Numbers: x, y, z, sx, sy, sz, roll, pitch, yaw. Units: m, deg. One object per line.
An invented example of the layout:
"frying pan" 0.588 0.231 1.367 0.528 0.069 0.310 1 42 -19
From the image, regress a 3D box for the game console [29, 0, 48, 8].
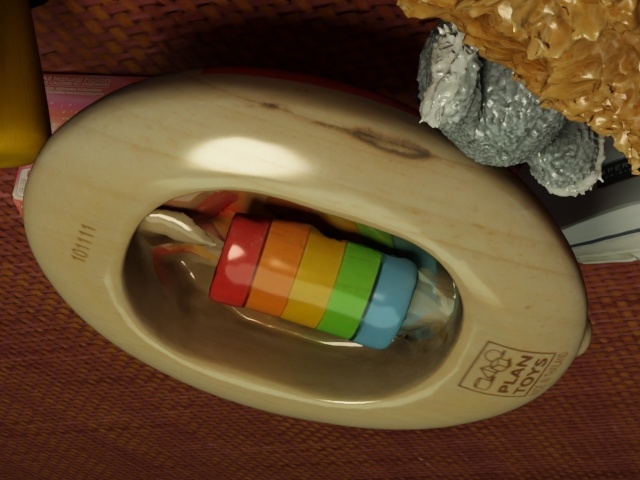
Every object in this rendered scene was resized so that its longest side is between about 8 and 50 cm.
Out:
"game console" -0.284 -0.259 0.770 0.387 0.060 0.342 7 156 -38

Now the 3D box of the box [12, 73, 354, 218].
"box" -0.116 -0.057 1.146 0.300 0.142 0.154 2 153 5

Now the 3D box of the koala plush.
"koala plush" 0.126 -0.149 0.832 0.203 0.221 0.196 -20 144 39

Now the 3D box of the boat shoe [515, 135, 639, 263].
"boat shoe" 0.357 -0.035 1.115 0.367 0.135 0.156 -17 146 42

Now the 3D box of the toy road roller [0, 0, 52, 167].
"toy road roller" -0.283 -0.128 0.834 0.241 0.202 0.330 -10 178 -37

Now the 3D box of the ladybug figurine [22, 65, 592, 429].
"ladybug figurine" 0.000 0.000 0.955 0.450 0.162 0.305 20 129 -8

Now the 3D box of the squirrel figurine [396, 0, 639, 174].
"squirrel figurine" 0.138 -0.189 0.519 0.371 0.281 0.397 11 150 -26
